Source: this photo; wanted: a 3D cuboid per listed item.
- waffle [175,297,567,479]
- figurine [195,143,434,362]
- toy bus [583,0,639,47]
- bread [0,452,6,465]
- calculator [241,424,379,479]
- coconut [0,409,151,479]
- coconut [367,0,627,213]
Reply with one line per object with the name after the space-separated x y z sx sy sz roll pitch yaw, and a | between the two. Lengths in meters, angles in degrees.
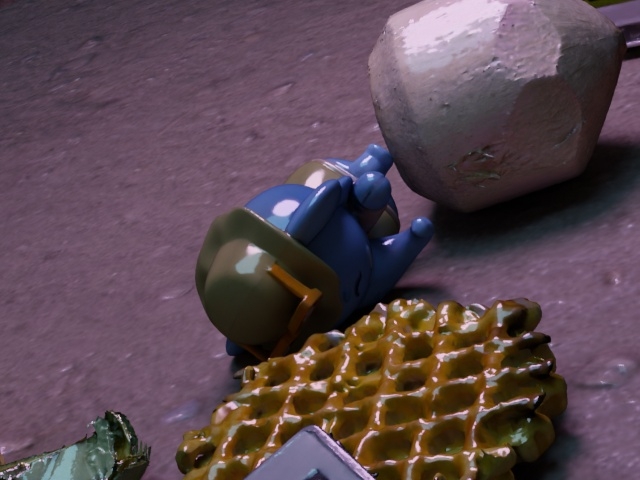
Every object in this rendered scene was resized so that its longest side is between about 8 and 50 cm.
0.026 0.145 1.198 0.329 0.062 0.329 -20 26 10 | waffle
-0.003 -0.002 1.455 0.180 0.154 0.262 -18 23 50 | figurine
0.377 -0.319 1.853 0.113 0.139 0.301 -7 18 32 | toy bus
-0.363 0.121 1.495 0.163 0.168 0.264 -19 21 6 | bread
-0.059 0.231 1.040 0.261 0.021 0.161 -40 37 -12 | calculator
-0.198 0.189 1.323 0.158 0.055 0.133 -3 22 37 | coconut
0.167 -0.143 1.538 0.234 0.224 0.224 -15 23 19 | coconut
